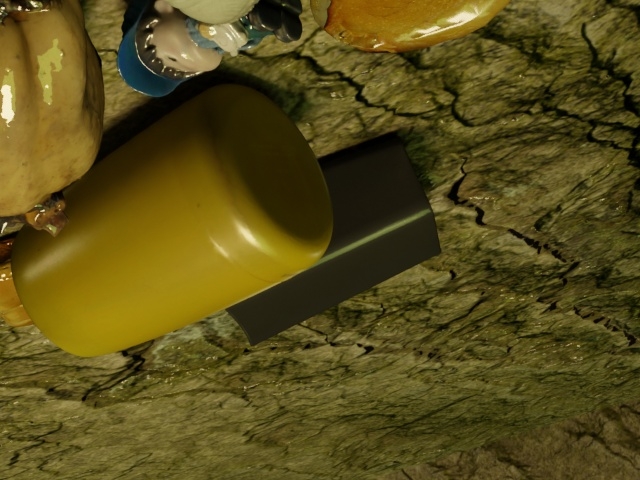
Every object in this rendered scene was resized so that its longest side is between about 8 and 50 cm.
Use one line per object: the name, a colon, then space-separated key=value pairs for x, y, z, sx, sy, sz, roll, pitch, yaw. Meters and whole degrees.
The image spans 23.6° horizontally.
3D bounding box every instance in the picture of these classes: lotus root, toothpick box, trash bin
lotus root: x=-0.222 y=-0.108 z=1.081 sx=0.154 sy=0.140 sz=0.257 roll=-41 pitch=162 yaw=-32
toothpick box: x=-0.140 y=-0.006 z=1.346 sx=0.271 sy=0.175 sz=0.175 roll=-28 pitch=157 yaw=27
trash bin: x=0.000 y=0.000 z=1.557 sx=0.225 sy=0.115 sz=0.165 roll=-22 pitch=159 yaw=0

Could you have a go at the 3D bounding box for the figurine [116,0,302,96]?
figurine: x=-0.086 y=-0.156 z=1.114 sx=0.149 sy=0.087 sz=0.086 roll=-13 pitch=164 yaw=40

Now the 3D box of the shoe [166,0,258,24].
shoe: x=-0.074 y=-0.244 z=0.922 sx=0.159 sy=0.124 sz=0.316 roll=0 pitch=152 yaw=-26

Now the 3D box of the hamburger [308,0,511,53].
hamburger: x=0.058 y=-0.221 z=1.108 sx=0.185 sy=0.113 sz=0.177 roll=-6 pitch=161 yaw=-13

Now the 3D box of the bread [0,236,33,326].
bread: x=-0.288 y=0.040 z=1.481 sx=0.074 sy=0.053 sz=0.132 roll=-18 pitch=156 yaw=-6
